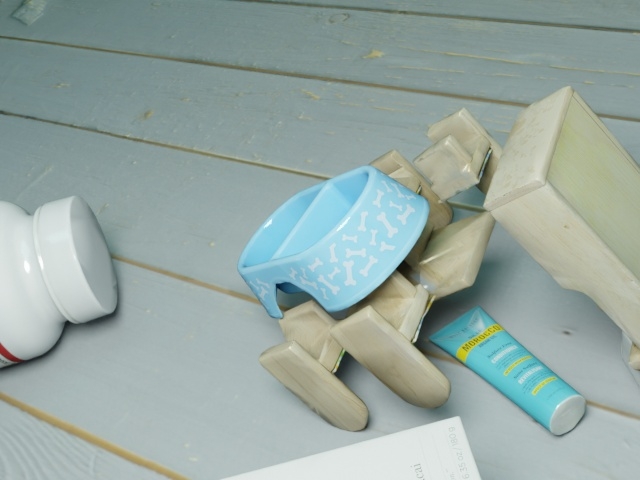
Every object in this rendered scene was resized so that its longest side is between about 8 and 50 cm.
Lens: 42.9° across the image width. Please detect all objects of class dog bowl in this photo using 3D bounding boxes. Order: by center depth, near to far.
[{"bbox_3d":[0.000,0.000,0.942,0.166,0.074,0.297,-55,18,-24],"label":"dog bowl"}]

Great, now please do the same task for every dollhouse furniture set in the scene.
[{"bbox_3d":[0.193,0.039,0.956,0.394,0.256,0.362,-29,24,46],"label":"dollhouse furniture set"}]

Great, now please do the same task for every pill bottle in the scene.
[{"bbox_3d":[-0.507,0.077,1.132,0.407,0.229,0.229,-17,41,0],"label":"pill bottle"}]

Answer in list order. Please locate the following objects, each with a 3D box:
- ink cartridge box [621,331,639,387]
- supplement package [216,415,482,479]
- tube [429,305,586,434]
[{"bbox_3d":[0.425,0.130,0.898,0.150,0.063,0.109,-17,42,0],"label":"ink cartridge box"},{"bbox_3d":[0.020,0.313,0.746,0.293,0.175,0.177,-16,42,1],"label":"supplement package"},{"bbox_3d":[0.220,0.148,0.963,0.080,0.052,0.207,-26,36,-18],"label":"tube"}]
